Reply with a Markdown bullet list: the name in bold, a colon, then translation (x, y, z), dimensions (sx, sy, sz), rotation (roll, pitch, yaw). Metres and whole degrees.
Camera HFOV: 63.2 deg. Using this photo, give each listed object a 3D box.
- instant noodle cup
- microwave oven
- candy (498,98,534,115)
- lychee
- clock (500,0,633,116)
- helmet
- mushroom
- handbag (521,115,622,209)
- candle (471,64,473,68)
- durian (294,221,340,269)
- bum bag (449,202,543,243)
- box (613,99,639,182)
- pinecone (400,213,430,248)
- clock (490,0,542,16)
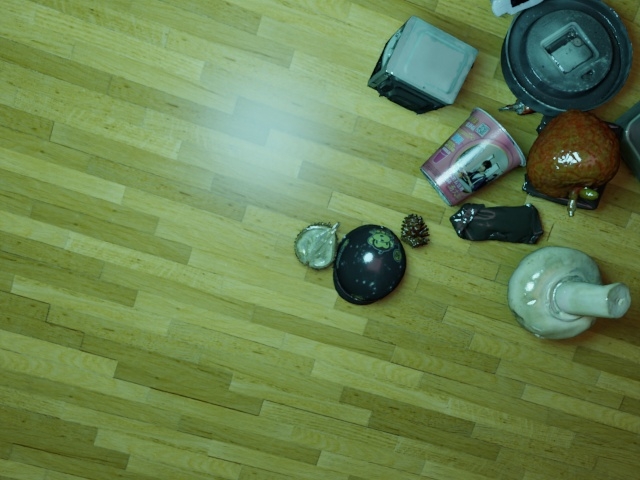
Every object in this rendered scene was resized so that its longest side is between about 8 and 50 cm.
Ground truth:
- **instant noodle cup**: translation (0.452, -0.242, 1.600), dimensions (0.255, 0.244, 0.244), rotation (-39, 100, 11)
- **microwave oven**: translation (0.276, -0.483, 1.497), dimensions (0.238, 0.295, 0.181), rotation (25, 96, -8)
- **candy**: translation (0.703, -0.440, 1.647), dimensions (0.292, 0.086, 0.059), rotation (-11, 90, -2)
- **lychee**: translation (0.726, -0.225, 1.506), dimensions (0.255, 0.255, 0.300), rotation (10, 71, -6)
- **clock**: translation (0.741, -0.563, 1.583), dimensions (0.386, 0.076, 0.386), rotation (0, 83, 0)
- **helmet**: translation (0.159, 0.090, 1.652), dimensions (0.231, 0.160, 0.278), rotation (23, 96, -10)
- **mushroom**: translation (0.792, 0.157, 1.675), dimensions (0.356, 0.315, 0.315), rotation (-28, 103, 35)
- **handbag**: translation (0.802, -0.257, 1.676), dimensions (0.257, 0.113, 0.285), rotation (13, 100, 2)
- **candle**: translation (0.403, -0.578, 1.631), dimensions (0.167, 0.021, 0.026), rotation (15, 118, -8)
- **durian**: translation (0.000, 0.000, 1.654), dimensions (0.148, 0.091, 0.188), rotation (39, 116, -11)
- **bum bag**: translation (0.580, -0.062, 1.706), dimensions (0.326, 0.079, 0.142), rotation (4, 106, -9)
- **box**: translation (1.203, -0.333, 1.693), dimensions (0.396, 0.111, 0.396), rotation (-41, 102, 2)
- **pinecone**: translation (0.299, -0.030, 1.675), dimensions (0.102, 0.102, 0.109), rotation (-21, 80, -1)
- **clock**: translation (0.593, -0.748, 1.555), dimensions (0.176, 0.117, 0.080), rotation (-18, 133, 20)
